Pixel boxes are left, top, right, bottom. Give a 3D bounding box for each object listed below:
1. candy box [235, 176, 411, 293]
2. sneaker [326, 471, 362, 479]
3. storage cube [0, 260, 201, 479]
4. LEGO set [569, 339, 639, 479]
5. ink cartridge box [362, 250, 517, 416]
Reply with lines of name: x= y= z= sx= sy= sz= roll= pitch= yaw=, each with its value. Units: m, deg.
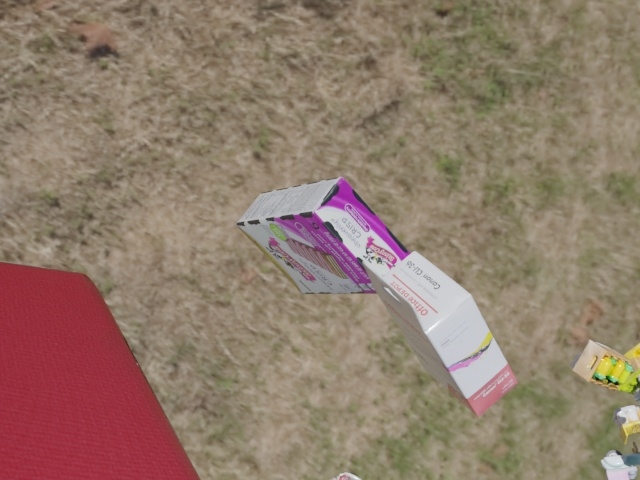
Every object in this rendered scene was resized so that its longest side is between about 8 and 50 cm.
candy box: x=0.000 y=0.000 z=1.329 sx=0.159 sy=0.233 sz=0.071 roll=47 pitch=67 yaw=-19
sneaker: x=0.012 y=0.411 z=1.571 sx=0.051 sy=0.134 sz=0.070 roll=-86 pitch=-175 yaw=-53
storage cube: x=-0.172 y=0.128 z=0.363 sx=0.215 sy=0.193 sz=0.184 roll=13 pitch=121 yaw=-48
LEGO set: x=0.353 y=0.199 z=0.983 sx=0.132 sy=0.107 sz=0.287 roll=-21 pitch=139 yaw=8
ink cartridge box: x=0.133 y=0.092 z=1.056 sx=0.067 sy=0.115 sz=0.198 roll=-39 pitch=128 yaw=-8
